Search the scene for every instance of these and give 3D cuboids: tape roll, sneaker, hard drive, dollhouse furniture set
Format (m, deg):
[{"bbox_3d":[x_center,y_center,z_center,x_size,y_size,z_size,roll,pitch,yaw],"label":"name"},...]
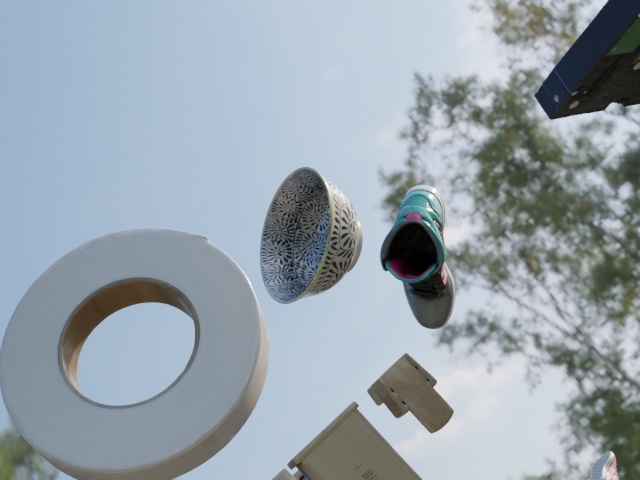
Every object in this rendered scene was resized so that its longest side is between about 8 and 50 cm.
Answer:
[{"bbox_3d":[-0.266,0.159,1.565,0.392,0.392,0.072,-33,-31,-10],"label":"tape roll"},{"bbox_3d":[0.618,0.512,2.333,0.051,0.070,0.134,-39,2,31],"label":"sneaker"},{"bbox_3d":[0.508,-0.327,1.682,0.237,0.064,0.339,-14,-26,-33],"label":"hard drive"},{"bbox_3d":[0.075,0.381,1.783,0.286,0.198,0.303,-40,-8,-23],"label":"dollhouse furniture set"},{"bbox_3d":[0.191,0.061,2.063,0.178,0.124,0.295,-50,-45,-61],"label":"sneaker"}]

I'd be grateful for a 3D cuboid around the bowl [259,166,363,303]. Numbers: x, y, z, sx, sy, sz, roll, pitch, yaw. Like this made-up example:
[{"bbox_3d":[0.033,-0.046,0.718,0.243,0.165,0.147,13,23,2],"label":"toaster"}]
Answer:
[{"bbox_3d":[0.000,0.000,1.338,0.080,0.170,0.170,12,-53,-29],"label":"bowl"}]
